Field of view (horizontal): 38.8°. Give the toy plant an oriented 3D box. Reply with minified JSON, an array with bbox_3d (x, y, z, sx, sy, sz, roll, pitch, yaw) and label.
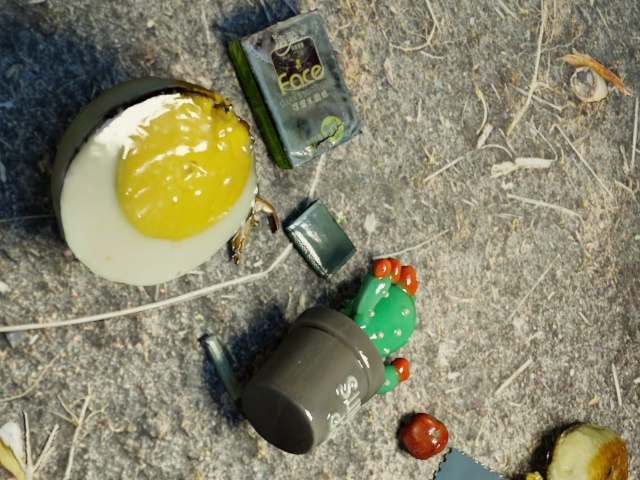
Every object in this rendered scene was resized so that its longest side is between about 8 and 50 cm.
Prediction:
[{"bbox_3d":[0.046,0.192,1.554,0.400,0.185,0.279,-41,117,-41],"label":"toy plant"}]

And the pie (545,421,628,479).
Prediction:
[{"bbox_3d":[0.553,0.523,1.868,0.315,0.092,0.314,-3,94,-52],"label":"pie"}]

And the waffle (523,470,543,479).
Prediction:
[{"bbox_3d":[0.427,0.558,1.798,0.046,0.160,0.191,-4,67,5],"label":"waffle"}]

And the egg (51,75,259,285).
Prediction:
[{"bbox_3d":[-0.267,-0.105,1.343,0.337,0.201,0.336,-23,128,-32],"label":"egg"}]

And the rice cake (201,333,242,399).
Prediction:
[{"bbox_3d":[-0.162,0.211,1.511,0.022,0.022,0.121,-34,109,-33],"label":"rice cake"}]

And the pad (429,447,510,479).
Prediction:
[{"bbox_3d":[0.294,0.562,1.698,0.269,0.012,0.269,32,69,16],"label":"pad"}]

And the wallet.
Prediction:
[{"bbox_3d":[0.000,0.000,1.610,0.088,0.026,0.129,-45,113,-20],"label":"wallet"}]

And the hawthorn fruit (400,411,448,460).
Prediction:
[{"bbox_3d":[0.192,0.364,1.701,0.093,0.093,0.093,0,89,-32],"label":"hawthorn fruit"}]

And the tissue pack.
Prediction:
[{"bbox_3d":[-0.039,-0.259,1.562,0.173,0.073,0.235,-28,104,-30],"label":"tissue pack"}]

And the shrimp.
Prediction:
[{"bbox_3d":[-0.115,-0.012,1.540,0.091,0.025,0.127,24,74,-31],"label":"shrimp"}]
